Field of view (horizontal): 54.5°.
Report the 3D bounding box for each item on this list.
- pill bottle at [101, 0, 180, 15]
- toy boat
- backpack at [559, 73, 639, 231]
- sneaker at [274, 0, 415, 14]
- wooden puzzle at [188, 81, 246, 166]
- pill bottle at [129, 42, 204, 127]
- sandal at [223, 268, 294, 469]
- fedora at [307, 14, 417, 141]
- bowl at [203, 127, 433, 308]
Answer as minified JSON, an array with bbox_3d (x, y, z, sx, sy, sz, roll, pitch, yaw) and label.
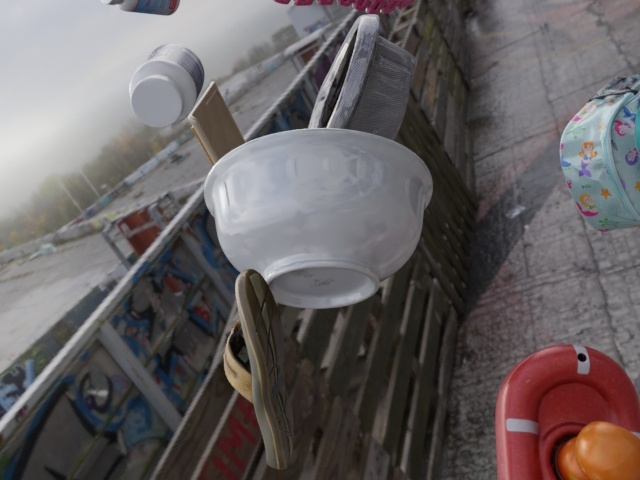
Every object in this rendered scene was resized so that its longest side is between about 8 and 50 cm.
[{"bbox_3d":[-0.387,-0.531,1.327,0.087,0.087,0.160,-10,4,43],"label":"pill bottle"},{"bbox_3d":[0.254,0.208,0.590,0.150,0.151,0.231,6,61,-2],"label":"toy boat"},{"bbox_3d":[0.510,-0.138,0.987,0.253,0.225,0.191,-36,15,-23],"label":"backpack"},{"bbox_3d":[0.025,-0.269,0.601,0.170,0.075,0.063,-2,-18,-14],"label":"sneaker"},{"bbox_3d":[-0.245,-0.247,1.516,0.044,0.221,0.239,-17,31,15],"label":"wooden puzzle"},{"bbox_3d":[-0.225,-0.225,0.909,0.094,0.094,0.169,-27,27,11],"label":"pill bottle"},{"bbox_3d":[-0.060,0.117,0.555,0.048,0.180,0.072,-8,3,11],"label":"sandal"},{"bbox_3d":[0.074,-0.231,1.023,0.275,0.124,0.244,127,158,-60],"label":"fedora"},{"bbox_3d":[0.000,0.000,0.778,0.297,0.297,0.134,-19,60,29],"label":"bowl"}]
